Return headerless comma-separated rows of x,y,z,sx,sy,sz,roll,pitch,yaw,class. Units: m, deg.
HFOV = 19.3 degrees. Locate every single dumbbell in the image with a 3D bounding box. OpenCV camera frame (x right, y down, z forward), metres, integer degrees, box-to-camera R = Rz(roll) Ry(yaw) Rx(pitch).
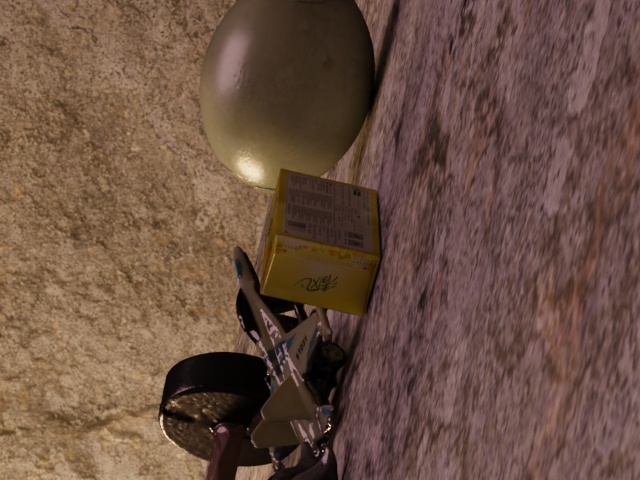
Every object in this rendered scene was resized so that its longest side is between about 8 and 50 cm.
-0.100,0.238,1.895,0.152,0.152,0.218,109,172,-54,dumbbell

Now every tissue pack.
0.000,0.000,1.684,0.176,0.095,0.062,-91,14,-70,tissue pack

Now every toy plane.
-0.030,0.099,1.730,0.262,0.088,0.192,-102,24,-44,toy plane

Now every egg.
-0.036,-0.173,2.038,0.186,0.187,0.253,-90,12,-71,egg

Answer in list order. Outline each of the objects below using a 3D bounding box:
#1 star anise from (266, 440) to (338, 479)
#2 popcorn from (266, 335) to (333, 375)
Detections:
-0.048,0.246,1.514,0.181,0.061,0.204,-34,17,14,star anise
-0.018,0.118,1.820,0.083,0.057,0.082,-121,51,-88,popcorn
